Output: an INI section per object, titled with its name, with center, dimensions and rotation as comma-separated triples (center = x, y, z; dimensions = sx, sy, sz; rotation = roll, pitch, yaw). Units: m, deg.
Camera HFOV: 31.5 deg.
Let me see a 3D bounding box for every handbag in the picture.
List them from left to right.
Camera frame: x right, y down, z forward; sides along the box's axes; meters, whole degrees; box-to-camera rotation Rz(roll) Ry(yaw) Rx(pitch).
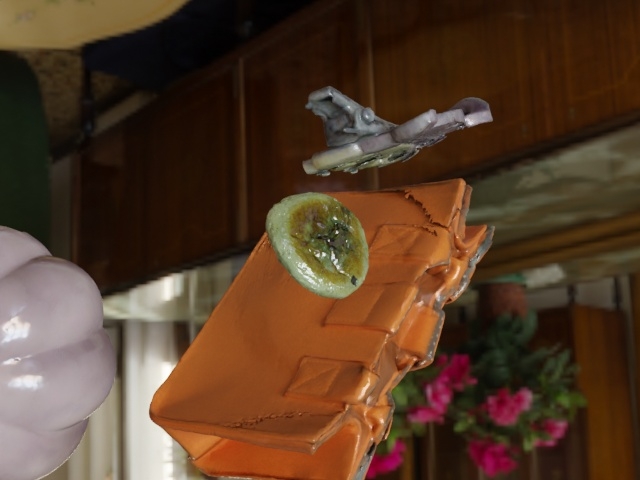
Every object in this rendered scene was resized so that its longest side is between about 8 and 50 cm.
[handbag]
center = 0.008, 0.102, 1.355
dimensions = 0.303, 0.410, 0.116
rotation = -1, 134, 41

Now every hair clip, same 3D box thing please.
[hair clip]
center = 0.051, -0.090, 0.973
dimensions = 0.146, 0.056, 0.187
rotation = -20, 166, 29

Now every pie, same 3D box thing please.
[pie]
center = 0.001, 0.001, 0.761
dimensions = 0.084, 0.084, 0.021
rotation = 6, 146, -37

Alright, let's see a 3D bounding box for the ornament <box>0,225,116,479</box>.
[ornament]
center = -0.223, 0.076, 0.753
dimensions = 0.177, 0.178, 0.177
rotation = -2, 169, 0
